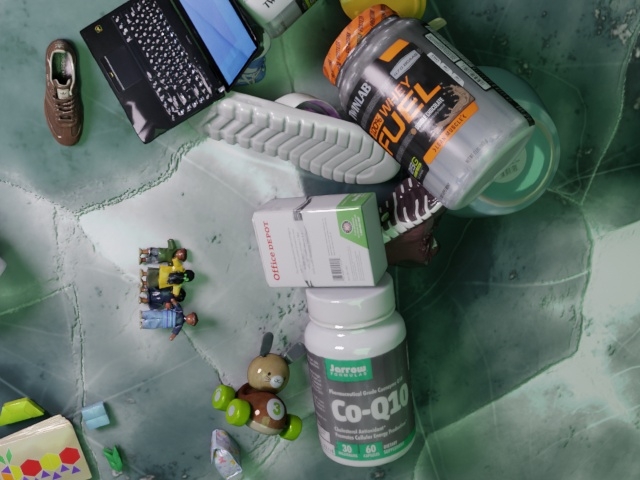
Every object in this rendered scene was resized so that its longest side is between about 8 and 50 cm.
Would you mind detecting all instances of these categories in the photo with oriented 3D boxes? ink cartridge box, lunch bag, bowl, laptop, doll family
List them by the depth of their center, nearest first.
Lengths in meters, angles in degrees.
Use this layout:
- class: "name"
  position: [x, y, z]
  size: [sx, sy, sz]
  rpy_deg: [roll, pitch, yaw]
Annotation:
- class: "laptop"
  position: [-0.255, -0.331, 1.320]
  size: [0.264, 0.136, 0.234]
  rpy_deg: [-30, 86, 4]
- class: "ink cartridge box"
  position: [0.000, 0.000, 1.512]
  size: [0.220, 0.092, 0.160]
  rpy_deg: [-1, 112, 23]
- class: "bowl"
  position: [0.333, -0.170, 1.543]
  size: [0.312, 0.163, 0.311]
  rpy_deg: [-4, 109, -12]
- class: "doll family"
  position: [-0.292, 0.096, 1.544]
  size: [0.111, 0.076, 0.192]
  rpy_deg: [-1, 113, -17]
- class: "lunch bag"
  position: [-0.204, 0.444, 1.676]
  size: [0.053, 0.071, 0.083]
  rpy_deg: [-28, 114, 2]

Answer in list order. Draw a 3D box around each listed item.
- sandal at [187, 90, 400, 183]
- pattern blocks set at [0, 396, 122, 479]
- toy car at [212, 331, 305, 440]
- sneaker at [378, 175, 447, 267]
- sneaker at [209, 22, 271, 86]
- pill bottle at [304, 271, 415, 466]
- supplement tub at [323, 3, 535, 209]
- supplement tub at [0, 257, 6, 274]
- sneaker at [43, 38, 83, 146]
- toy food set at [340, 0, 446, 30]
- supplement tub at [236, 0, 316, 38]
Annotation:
- class: "sandal"
  position: [-0.036, -0.215, 1.473]
  size: [0.416, 0.169, 0.102]
  rpy_deg: [17, 64, -17]
- class: "pattern blocks set"
  position: [-0.571, 0.444, 1.618]
  size: [0.325, 0.026, 0.285]
  rpy_deg: [-8, 110, -10]
- class: "toy car"
  position: [-0.101, 0.284, 1.618]
  size: [0.155, 0.149, 0.188]
  rpy_deg: [24, 90, -31]
- class: "sneaker"
  position: [0.200, -0.032, 1.559]
  size: [0.163, 0.106, 0.281]
  rpy_deg: [24, 140, -31]
- class: "sneaker"
  position: [-0.126, -0.318, 1.381]
  size: [0.081, 0.211, 0.080]
  rpy_deg: [5, 85, -25]
- class: "pill bottle"
  position: [0.076, 0.248, 1.602]
  size: [0.204, 0.204, 0.361]
  rpy_deg: [-11, 110, -9]
- class: "supplement tub"
  position: [0.177, -0.232, 1.364]
  size: [0.338, 0.207, 0.207]
  rpy_deg: [45, 95, 13]
- class: "supplement tub"
  position: [-0.697, 0.008, 1.358]
  size: [0.191, 0.191, 0.272]
  rpy_deg: [-42, 111, 3]
- class: "sneaker"
  position: [-0.451, -0.252, 1.390]
  size: [0.066, 0.071, 0.188]
  rpy_deg: [-4, 108, -11]
- class: "toy food set"
  position: [0.117, -0.437, 1.445]
  size: [0.128, 0.071, 0.218]
  rpy_deg: [-35, 139, 21]
- class: "supplement tub"
  position: [-0.031, -0.508, 1.333]
  size: [0.316, 0.193, 0.193]
  rpy_deg: [-43, 111, 4]
